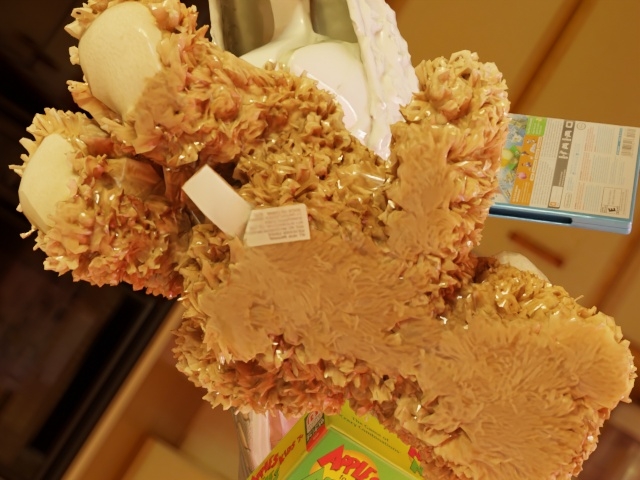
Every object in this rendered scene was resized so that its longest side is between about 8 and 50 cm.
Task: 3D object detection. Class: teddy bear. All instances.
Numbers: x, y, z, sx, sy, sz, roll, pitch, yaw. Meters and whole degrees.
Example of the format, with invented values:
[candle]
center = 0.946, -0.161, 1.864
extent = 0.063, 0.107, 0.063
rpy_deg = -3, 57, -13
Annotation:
[teddy bear]
center = 0.000, 0.000, 0.753
extent = 0.338, 0.245, 0.113
rpy_deg = 16, -156, 8

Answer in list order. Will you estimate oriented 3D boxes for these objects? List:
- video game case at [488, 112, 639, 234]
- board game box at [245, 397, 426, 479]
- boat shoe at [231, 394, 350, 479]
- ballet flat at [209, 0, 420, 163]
[video game case]
center = 0.163, -0.057, 1.143
extent = 0.166, 0.119, 0.015
rpy_deg = 8, 133, 12
[board game box]
center = 0.049, 0.179, 0.928
extent = 0.181, 0.092, 0.043
rpy_deg = 33, -160, -18
[boat shoe]
center = -0.014, 0.159, 1.247
extent = 0.123, 0.116, 0.324
rpy_deg = -110, 13, -50
[ballet flat]
center = -0.033, -0.157, 0.952
extent = 0.147, 0.147, 0.409
rpy_deg = -169, 63, -71
